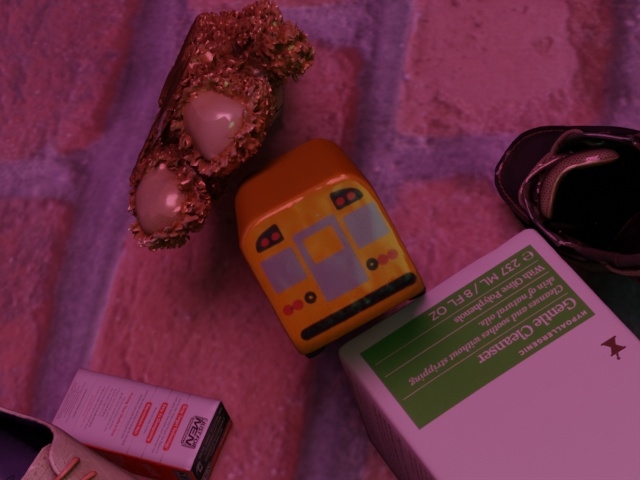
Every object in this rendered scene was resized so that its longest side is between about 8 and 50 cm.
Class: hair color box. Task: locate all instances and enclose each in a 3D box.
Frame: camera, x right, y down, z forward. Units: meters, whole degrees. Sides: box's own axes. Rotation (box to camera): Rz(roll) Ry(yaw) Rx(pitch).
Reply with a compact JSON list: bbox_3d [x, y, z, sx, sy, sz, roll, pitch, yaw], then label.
[{"bbox_3d":[-0.156,0.162,1.327,0.141,0.043,0.072,11,59,22],"label":"hair color box"}]

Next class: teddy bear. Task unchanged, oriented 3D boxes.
[{"bbox_3d":[-0.089,-0.106,1.402,0.113,0.338,0.245,26,97,-11],"label":"teddy bear"}]

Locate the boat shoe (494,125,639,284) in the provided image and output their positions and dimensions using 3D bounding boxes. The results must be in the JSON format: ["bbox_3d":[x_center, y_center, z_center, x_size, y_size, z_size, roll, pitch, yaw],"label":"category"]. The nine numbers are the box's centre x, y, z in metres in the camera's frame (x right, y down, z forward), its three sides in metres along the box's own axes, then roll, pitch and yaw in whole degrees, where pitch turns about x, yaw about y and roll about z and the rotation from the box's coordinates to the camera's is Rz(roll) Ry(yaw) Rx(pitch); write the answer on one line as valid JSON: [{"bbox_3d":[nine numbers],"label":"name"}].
[{"bbox_3d":[0.233,-0.041,1.231,0.132,0.130,0.355,-60,28,0],"label":"boat shoe"}]

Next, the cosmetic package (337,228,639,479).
[{"bbox_3d":[0.196,0.191,1.150,0.197,0.155,0.365,-33,53,-11],"label":"cosmetic package"}]

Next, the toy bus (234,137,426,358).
[{"bbox_3d":[0.000,0.000,1.240,0.108,0.130,0.332,-30,10,1],"label":"toy bus"}]

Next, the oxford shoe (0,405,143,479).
[{"bbox_3d":[-0.182,0.238,1.214,0.397,0.146,0.140,20,61,25],"label":"oxford shoe"}]
